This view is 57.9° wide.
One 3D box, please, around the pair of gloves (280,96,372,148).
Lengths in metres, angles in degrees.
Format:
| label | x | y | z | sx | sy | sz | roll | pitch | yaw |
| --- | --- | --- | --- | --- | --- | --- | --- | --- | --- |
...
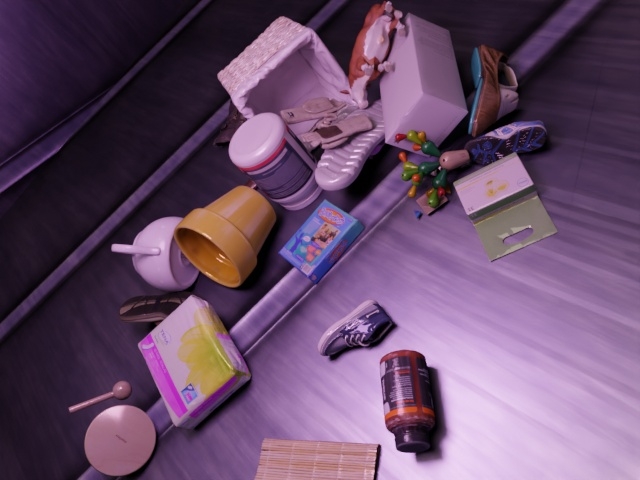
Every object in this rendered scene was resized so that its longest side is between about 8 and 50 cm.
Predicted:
| label | x | y | z | sx | sy | sz | roll | pitch | yaw |
| --- | --- | --- | --- | --- | --- | --- | --- | --- | --- |
| pair of gloves | 0.016 | -0.350 | 1.714 | 0.204 | 0.042 | 0.240 | -25 | 46 | -18 |

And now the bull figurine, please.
| label | x | y | z | sx | sy | sz | roll | pitch | yaw |
| --- | --- | --- | --- | --- | --- | --- | --- | --- | --- |
| bull figurine | 0.151 | -0.541 | 1.680 | 0.188 | 0.101 | 0.310 | -144 | 66 | -67 |

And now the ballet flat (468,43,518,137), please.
| label | x | y | z | sx | sy | sz | roll | pitch | yaw |
| --- | --- | --- | --- | --- | --- | --- | --- | --- | --- |
| ballet flat | 0.469 | -0.406 | 1.562 | 0.124 | 0.116 | 0.342 | 9 | 51 | 6 |

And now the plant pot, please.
| label | x | y | z | sx | sy | sz | roll | pitch | yaw |
| --- | --- | --- | --- | --- | --- | --- | --- | --- | --- |
| plant pot | -0.264 | -0.028 | 1.729 | 0.254 | 0.254 | 0.239 | 11 | 51 | 40 |

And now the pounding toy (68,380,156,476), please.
| label | x | y | z | sx | sy | sz | roll | pitch | yaw |
| --- | --- | --- | --- | --- | --- | --- | --- | --- | --- |
| pounding toy | -0.563 | 0.530 | 1.602 | 0.183 | 0.110 | 0.236 | -26 | 79 | -22 |

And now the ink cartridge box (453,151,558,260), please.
| label | x | y | z | sx | sy | sz | roll | pitch | yaw |
| --- | --- | --- | --- | --- | --- | --- | --- | --- | --- |
| ink cartridge box | 0.436 | -0.085 | 1.386 | 0.171 | 0.056 | 0.235 | -26 | 45 | 17 |

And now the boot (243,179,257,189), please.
| label | x | y | z | sx | sy | sz | roll | pitch | yaw |
| --- | --- | --- | --- | --- | --- | --- | --- | --- | --- |
| boot | -0.243 | -0.155 | 1.940 | 0.114 | 0.037 | 0.106 | -43 | 46 | -5 |

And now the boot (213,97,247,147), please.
| label | x | y | z | sx | sy | sz | roll | pitch | yaw |
| --- | --- | --- | --- | --- | --- | --- | --- | --- | --- |
| boot | -0.273 | -0.446 | 2.149 | 0.263 | 0.091 | 0.228 | -4 | 62 | 38 |

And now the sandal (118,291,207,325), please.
| label | x | y | z | sx | sy | sz | roll | pitch | yaw |
| --- | --- | --- | --- | --- | --- | --- | --- | --- | --- |
| sandal | -0.472 | 0.225 | 1.781 | 0.303 | 0.086 | 0.120 | -1 | 37 | 18 |

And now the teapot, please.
| label | x | y | z | sx | sy | sz | roll | pitch | yaw |
| --- | --- | --- | --- | --- | --- | --- | --- | --- | --- |
| teapot | -0.504 | 0.041 | 1.812 | 0.187 | 0.255 | 0.252 | 2 | 40 | 16 |

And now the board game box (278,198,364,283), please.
| label | x | y | z | sx | sy | sz | roll | pitch | yaw |
| --- | --- | --- | --- | --- | --- | --- | --- | --- | --- |
| board game box | 0.000 | 0.000 | 1.639 | 0.210 | 0.047 | 0.160 | -49 | 44 | -4 |

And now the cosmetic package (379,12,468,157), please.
| label | x | y | z | sx | sy | sz | roll | pitch | yaw |
| --- | --- | --- | --- | --- | --- | --- | --- | --- | --- |
| cosmetic package | 0.276 | -0.443 | 1.639 | 0.197 | 0.155 | 0.365 | 130 | 148 | -47 |

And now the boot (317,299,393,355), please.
| label | x | y | z | sx | sy | sz | roll | pitch | yaw |
| --- | --- | --- | --- | --- | --- | --- | --- | --- | --- |
| boot | 0.082 | 0.228 | 1.396 | 0.190 | 0.069 | 0.086 | -42 | 41 | -1 |

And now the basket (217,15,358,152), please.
| label | x | y | z | sx | sy | sz | roll | pitch | yaw |
| --- | --- | --- | --- | --- | --- | --- | --- | --- | --- |
| basket | -0.110 | -0.491 | 1.880 | 0.328 | 0.331 | 0.266 | -42 | 42 | 2 |

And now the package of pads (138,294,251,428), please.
| label | x | y | z | sx | sy | sz | roll | pitch | yaw |
| --- | --- | --- | --- | --- | --- | --- | --- | --- | --- |
| package of pads | -0.346 | 0.322 | 1.578 | 0.229 | 0.101 | 0.296 | -42 | 57 | 4 |

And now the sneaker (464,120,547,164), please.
| label | x | y | z | sx | sy | sz | roll | pitch | yaw |
| --- | --- | --- | --- | --- | --- | --- | --- | --- | --- |
| sneaker | 0.474 | -0.252 | 1.479 | 0.211 | 0.080 | 0.081 | -8 | 29 | 34 |

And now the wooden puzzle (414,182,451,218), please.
| label | x | y | z | sx | sy | sz | roll | pitch | yaw |
| --- | --- | --- | --- | --- | --- | --- | --- | --- | --- |
| wooden puzzle | 0.296 | -0.106 | 1.530 | 0.116 | 0.014 | 0.078 | -31 | 41 | 13 |

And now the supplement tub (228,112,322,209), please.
| label | x | y | z | sx | sy | sz | roll | pitch | yaw |
| --- | --- | --- | --- | --- | --- | --- | --- | --- | --- |
| supplement tub | -0.126 | -0.233 | 1.739 | 0.191 | 0.272 | 0.191 | -19 | 49 | 24 |

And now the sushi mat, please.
| label | x | y | z | sx | sy | sz | roll | pitch | yaw |
| --- | --- | --- | --- | --- | --- | --- | --- | --- | --- |
| sushi mat | -0.020 | 0.523 | 1.291 | 0.317 | 0.019 | 0.151 | -9 | 55 | 30 |

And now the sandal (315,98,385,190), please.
| label | x | y | z | sx | sy | sz | roll | pitch | yaw |
| --- | --- | --- | --- | --- | --- | --- | --- | --- | --- |
| sandal | 0.116 | -0.281 | 1.718 | 0.170 | 0.102 | 0.416 | 19 | 56 | 33 |

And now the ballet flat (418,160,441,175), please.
| label | x | y | z | sx | sy | sz | roll | pitch | yaw |
| --- | --- | --- | --- | --- | --- | --- | --- | --- | --- |
| ballet flat | 0.318 | -0.197 | 1.565 | 0.114 | 0.041 | 0.041 | -14 | 52 | 29 |

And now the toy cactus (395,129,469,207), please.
| label | x | y | z | sx | sy | sz | roll | pitch | yaw |
| --- | --- | --- | --- | --- | --- | --- | --- | --- | --- |
| toy cactus | 0.294 | -0.202 | 1.503 | 0.181 | 0.112 | 0.218 | -17 | 68 | 3 |

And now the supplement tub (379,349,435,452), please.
| label | x | y | z | sx | sy | sz | roll | pitch | yaw |
| --- | --- | --- | --- | --- | --- | --- | --- | --- | --- |
| supplement tub | 0.183 | 0.338 | 1.219 | 0.106 | 0.106 | 0.197 | -20 | 48 | 23 |
